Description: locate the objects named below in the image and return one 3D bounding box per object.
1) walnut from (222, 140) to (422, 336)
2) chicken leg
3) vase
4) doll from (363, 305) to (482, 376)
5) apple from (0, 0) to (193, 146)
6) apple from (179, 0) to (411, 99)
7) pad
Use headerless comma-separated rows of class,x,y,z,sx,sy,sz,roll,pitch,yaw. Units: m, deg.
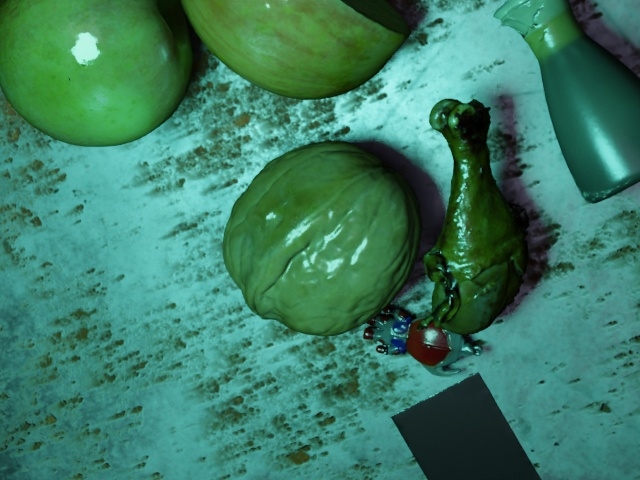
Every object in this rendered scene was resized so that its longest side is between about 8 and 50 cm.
walnut,0.001,0.000,1.838,0.277,0.252,0.313,36,108,-11
chicken leg,0.245,-0.032,1.816,0.140,0.211,0.361,16,109,34
vase,0.386,-0.229,1.768,0.173,0.173,0.321,-31,89,15
doll,0.164,0.158,1.938,0.195,0.062,0.104,12,86,17
apple,-0.345,-0.297,1.819,0.277,0.319,0.319,-15,98,11
apple,-0.039,-0.346,1.810,0.309,0.314,0.252,44,64,1
pad,0.245,0.357,1.987,0.170,0.006,0.245,-30,95,14
